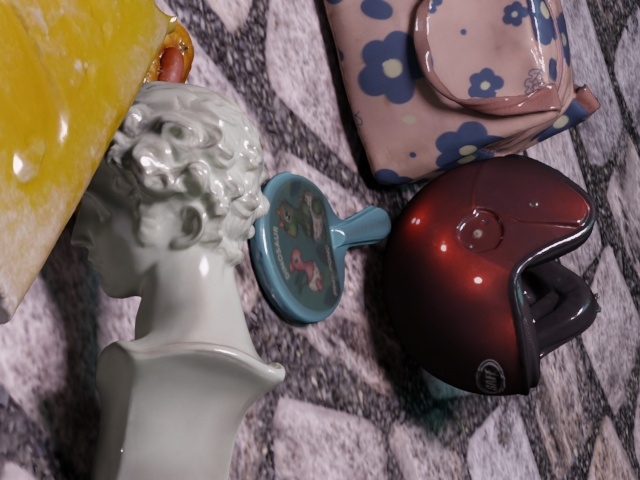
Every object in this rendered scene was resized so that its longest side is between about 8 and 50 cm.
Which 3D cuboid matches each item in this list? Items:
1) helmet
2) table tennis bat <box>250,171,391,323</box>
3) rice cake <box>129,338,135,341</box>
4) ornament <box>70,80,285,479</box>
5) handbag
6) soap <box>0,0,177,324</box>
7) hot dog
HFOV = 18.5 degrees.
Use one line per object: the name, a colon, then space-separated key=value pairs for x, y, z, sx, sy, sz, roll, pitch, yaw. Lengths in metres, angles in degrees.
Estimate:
helmet: x=0.150 y=0.030 z=1.710 sx=0.189 sy=0.193 sz=0.216 roll=79 pitch=9 yaw=-57
table tennis bat: x=0.000 y=0.000 z=1.621 sx=0.201 sy=0.033 sz=0.124 roll=-17 pitch=95 yaw=-58
rice cake: x=-0.102 y=0.169 z=1.340 sx=0.043 sy=0.034 sz=0.211 roll=-1 pitch=80 yaw=-54
ornament: x=-0.089 y=0.038 z=1.269 sx=0.130 sy=0.120 sz=0.285 roll=-4 pitch=85 yaw=-24
handbag: x=0.124 y=-0.188 z=1.764 sx=0.190 sy=0.193 sz=0.252 roll=-17 pitch=94 yaw=-67
soap: x=-0.225 y=-0.123 z=1.132 sx=0.259 sy=0.143 sz=0.281 roll=58 pitch=37 yaw=-34
hot dog: x=-0.129 y=-0.087 z=1.390 sx=0.066 sy=0.047 sz=0.216 roll=54 pitch=34 yaw=-33
